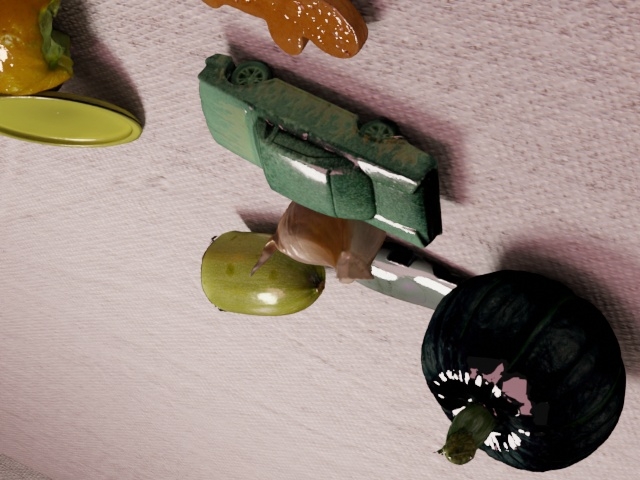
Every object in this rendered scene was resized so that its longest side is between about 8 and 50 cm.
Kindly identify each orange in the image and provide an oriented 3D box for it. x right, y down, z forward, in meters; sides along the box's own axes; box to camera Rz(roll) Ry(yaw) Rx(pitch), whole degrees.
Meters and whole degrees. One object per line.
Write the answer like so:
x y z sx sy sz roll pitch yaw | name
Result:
-0.396 -0.274 1.995 0.179 0.158 0.237 48 164 16 | orange

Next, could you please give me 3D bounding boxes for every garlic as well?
-0.003 -0.009 1.954 0.198 0.129 0.090 5 156 46 | garlic

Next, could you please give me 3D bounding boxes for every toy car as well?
-0.006 -0.102 1.833 0.320 0.097 0.141 27 153 23 | toy car

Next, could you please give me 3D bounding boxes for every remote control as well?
0.113 0.050 2.001 0.256 0.045 0.097 21 151 28 | remote control

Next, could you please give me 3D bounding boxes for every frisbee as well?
-0.358 -0.164 2.167 0.235 0.017 0.236 4 168 1 | frisbee

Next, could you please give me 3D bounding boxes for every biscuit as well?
-0.048 -0.266 1.681 0.250 0.036 0.165 30 155 27 | biscuit

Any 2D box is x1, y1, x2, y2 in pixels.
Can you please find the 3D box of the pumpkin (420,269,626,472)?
0.210 0.167 1.823 0.248 0.248 0.248 31 155 16 | pumpkin

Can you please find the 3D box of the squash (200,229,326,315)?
-0.065 0.050 2.162 0.186 0.123 0.123 7 141 51 | squash

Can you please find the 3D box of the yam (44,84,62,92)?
-0.434 -0.256 2.160 0.183 0.107 0.107 38 156 -2 | yam
